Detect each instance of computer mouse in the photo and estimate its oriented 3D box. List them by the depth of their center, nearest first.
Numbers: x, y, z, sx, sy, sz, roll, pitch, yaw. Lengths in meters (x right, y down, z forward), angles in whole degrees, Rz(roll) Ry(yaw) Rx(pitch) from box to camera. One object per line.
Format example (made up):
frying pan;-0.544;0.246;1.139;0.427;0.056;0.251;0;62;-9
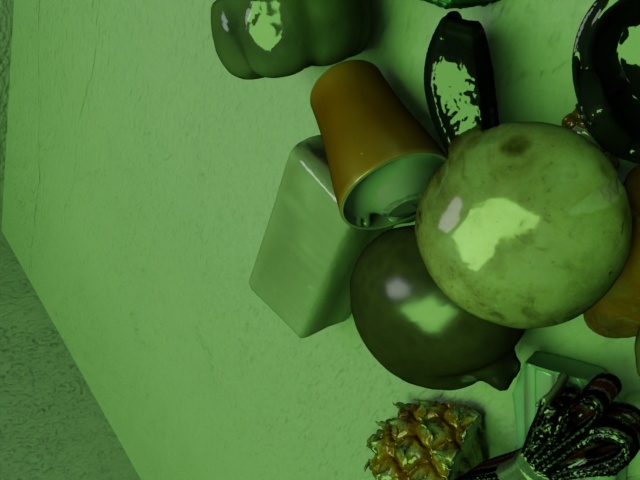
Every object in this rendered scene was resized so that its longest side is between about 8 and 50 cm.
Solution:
computer mouse;0.205;-0.174;0.820;0.087;0.168;0.295;-7;102;26

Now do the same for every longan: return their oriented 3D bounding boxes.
longan;0.187;0.103;0.887;0.300;0.243;0.300;37;146;30

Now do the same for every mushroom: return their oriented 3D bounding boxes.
mushroom;0.234;-0.023;0.678;0.254;0.184;0.255;8;104;37

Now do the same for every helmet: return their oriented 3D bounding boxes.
helmet;0.382;-0.191;0.624;0.189;0.193;0.216;-24;93;42

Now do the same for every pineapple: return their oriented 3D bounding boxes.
pineapple;0.146;0.461;1.067;0.286;0.209;0.345;6;108;45

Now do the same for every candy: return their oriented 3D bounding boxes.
candy;-0.003;-0.001;1.118;0.208;0.145;0.359;44;131;27

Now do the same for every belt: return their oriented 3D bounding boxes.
belt;0.301;0.320;0.815;0.126;0.094;0.360;46;131;22

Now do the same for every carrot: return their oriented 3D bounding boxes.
carrot;0.413;0.037;0.725;0.159;0.159;0.225;41;142;29

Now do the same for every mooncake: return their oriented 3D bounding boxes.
mooncake;-0.045;-0.355;0.969;0.275;0.275;0.135;10;117;44

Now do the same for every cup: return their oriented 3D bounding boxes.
cup;0.093;-0.147;0.931;0.182;0.226;0.264;-29;59;14

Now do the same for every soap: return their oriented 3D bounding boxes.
soap;0.377;0.285;0.862;0.145;0.091;0.231;7;107;41

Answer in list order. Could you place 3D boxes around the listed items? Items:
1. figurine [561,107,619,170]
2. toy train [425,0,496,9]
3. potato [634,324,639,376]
figurine;0.356;-0.113;0.777;0.101;0.068;0.143;12;124;47
toy train;0.156;-0.444;0.807;0.271;0.159;0.188;38;133;31
potato;0.443;0.116;0.608;0.192;0.296;0.141;-47;39;16
